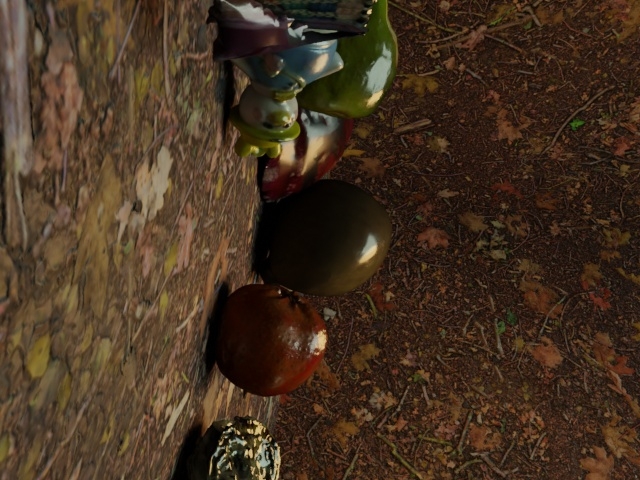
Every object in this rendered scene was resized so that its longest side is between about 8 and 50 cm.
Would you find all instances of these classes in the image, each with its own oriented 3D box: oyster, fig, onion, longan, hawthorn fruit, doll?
[{"bbox_3d":[-0.150,0.392,0.922,0.158,0.162,0.351,-43,-168,37],"label":"oyster"},{"bbox_3d":[0.036,-0.335,1.015,0.206,0.206,0.274,-72,180,-70],"label":"fig"},{"bbox_3d":[-0.022,-0.190,1.233,0.314,0.146,0.280,103,3,-51],"label":"onion"},{"bbox_3d":[0.000,0.000,1.363,0.243,0.300,0.300,59,8,-5],"label":"longan"},{"bbox_3d":[-0.089,0.169,1.026,0.200,0.179,0.179,-59,-178,14],"label":"hawthorn fruit"},{"bbox_3d":[-0.048,-0.198,0.785,0.135,0.099,0.241,-37,158,-46],"label":"doll"}]

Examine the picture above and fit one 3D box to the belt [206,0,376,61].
[{"bbox_3d":[-0.037,-0.291,0.443,0.295,0.161,0.206,98,-14,-56],"label":"belt"}]
